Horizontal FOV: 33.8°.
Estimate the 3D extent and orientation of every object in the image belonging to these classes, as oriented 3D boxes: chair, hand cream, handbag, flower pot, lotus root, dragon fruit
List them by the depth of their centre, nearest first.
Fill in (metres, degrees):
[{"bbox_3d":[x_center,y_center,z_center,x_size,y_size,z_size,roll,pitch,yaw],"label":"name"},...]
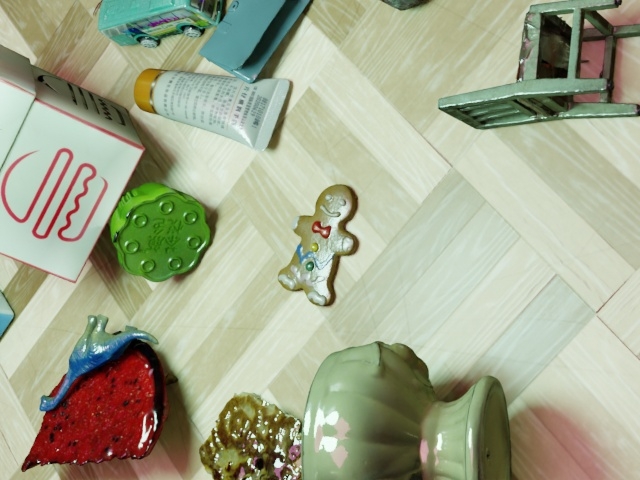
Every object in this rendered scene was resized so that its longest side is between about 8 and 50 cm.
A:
[{"bbox_3d":[0.133,0.293,1.476,0.244,0.307,0.308,-1,80,20],"label":"flower pot"},{"bbox_3d":[0.320,-0.253,1.519,0.270,0.136,0.147,0,80,38],"label":"chair"},{"bbox_3d":[-0.117,-0.402,1.902,0.144,0.057,0.221,31,89,42],"label":"handbag"},{"bbox_3d":[-0.202,-0.261,1.942,0.314,0.089,0.140,18,83,33],"label":"hand cream"},{"bbox_3d":[-0.316,-0.039,1.947,0.186,0.186,0.186,-8,76,35],"label":"lotus root"},{"bbox_3d":[-0.380,0.303,1.948,0.343,0.100,0.282,-11,55,36],"label":"dragon fruit"}]

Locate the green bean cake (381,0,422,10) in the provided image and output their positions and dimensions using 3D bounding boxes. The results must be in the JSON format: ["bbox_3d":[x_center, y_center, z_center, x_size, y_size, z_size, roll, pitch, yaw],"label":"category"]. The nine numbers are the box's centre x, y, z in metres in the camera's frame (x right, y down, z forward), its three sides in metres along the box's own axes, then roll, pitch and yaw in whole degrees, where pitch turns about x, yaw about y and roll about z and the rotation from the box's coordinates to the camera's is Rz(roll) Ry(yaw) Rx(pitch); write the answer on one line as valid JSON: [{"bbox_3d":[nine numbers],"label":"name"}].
[{"bbox_3d":[0.126,-0.507,1.736,0.199,0.097,0.233,-54,55,17],"label":"green bean cake"}]

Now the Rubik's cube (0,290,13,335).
[{"bbox_3d":[-0.887,0.157,2.241,0.292,0.290,0.291,-52,56,18],"label":"Rubik's cube"}]

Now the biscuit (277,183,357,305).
[{"bbox_3d":[-0.001,0.000,1.776,0.138,0.031,0.205,27,96,37],"label":"biscuit"}]

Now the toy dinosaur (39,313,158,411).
[{"bbox_3d":[-0.412,0.233,1.935,0.247,0.075,0.188,0,66,37],"label":"toy dinosaur"}]

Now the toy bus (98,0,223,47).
[{"bbox_3d":[-0.312,-0.442,2.048,0.261,0.109,0.091,-7,71,35],"label":"toy bus"}]

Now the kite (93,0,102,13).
[{"bbox_3d":[-0.403,-0.549,2.191,0.127,0.016,0.229,42,106,38],"label":"kite"}]

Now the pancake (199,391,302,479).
[{"bbox_3d":[-0.104,0.374,1.765,0.257,0.056,0.212,15,83,45],"label":"pancake"}]

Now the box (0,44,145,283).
[{"bbox_3d":[-0.541,-0.148,1.978,0.312,0.300,0.314,-61,25,11],"label":"box"}]
